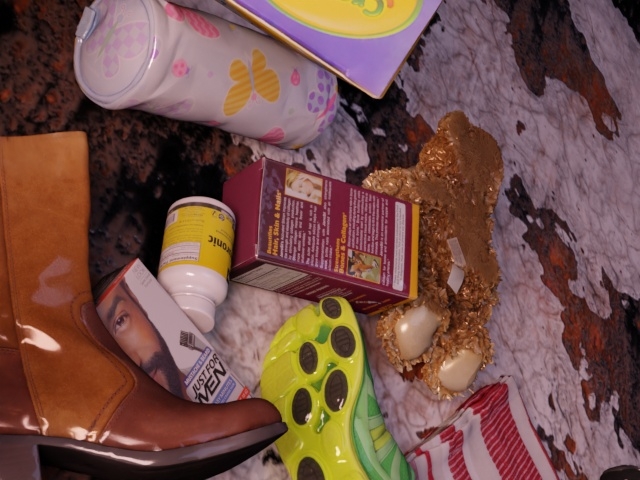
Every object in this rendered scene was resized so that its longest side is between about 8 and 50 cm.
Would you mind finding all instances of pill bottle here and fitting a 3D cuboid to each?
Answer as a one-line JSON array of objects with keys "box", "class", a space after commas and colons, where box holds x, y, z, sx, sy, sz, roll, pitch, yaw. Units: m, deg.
[{"box": [-0.113, 0.024, 1.039, 0.065, 0.065, 0.116, 33, 46, -35], "class": "pill bottle"}]

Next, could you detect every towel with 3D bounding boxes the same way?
[{"box": [0.190, 0.304, 1.273, 0.329, 0.037, 0.237, -26, 91, -55], "class": "towel"}]

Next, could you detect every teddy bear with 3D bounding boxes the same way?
[{"box": [0.130, 0.017, 1.330, 0.245, 0.113, 0.338, 16, 63, -42], "class": "teddy bear"}]

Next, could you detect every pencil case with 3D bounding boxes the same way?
[{"box": [-0.106, -0.162, 1.124, 0.273, 0.124, 0.114, 9, 98, -48], "class": "pencil case"}]

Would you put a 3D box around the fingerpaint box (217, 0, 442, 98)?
[{"box": [-0.121, -0.311, 0.902, 0.444, 0.163, 0.371, 32, 7, -12], "class": "fingerpaint box"}]

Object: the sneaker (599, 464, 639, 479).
[{"box": [0.419, 0.421, 1.435, 0.124, 0.107, 0.283, -26, 90, -49], "class": "sneaker"}]

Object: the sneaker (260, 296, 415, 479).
[{"box": [0.020, 0.198, 1.089, 0.123, 0.109, 0.296, 42, 34, -63], "class": "sneaker"}]

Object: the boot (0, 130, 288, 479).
[{"box": [-0.172, 0.051, 0.878, 0.264, 0.096, 0.281, -7, 68, -15], "class": "boot"}]

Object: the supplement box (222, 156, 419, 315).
[{"box": [0.000, 0.000, 1.137, 0.188, 0.081, 0.104, 16, 66, -30], "class": "supplement box"}]

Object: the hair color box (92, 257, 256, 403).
[{"box": [-0.136, 0.110, 0.968, 0.167, 0.053, 0.093, 51, 38, -15], "class": "hair color box"}]
